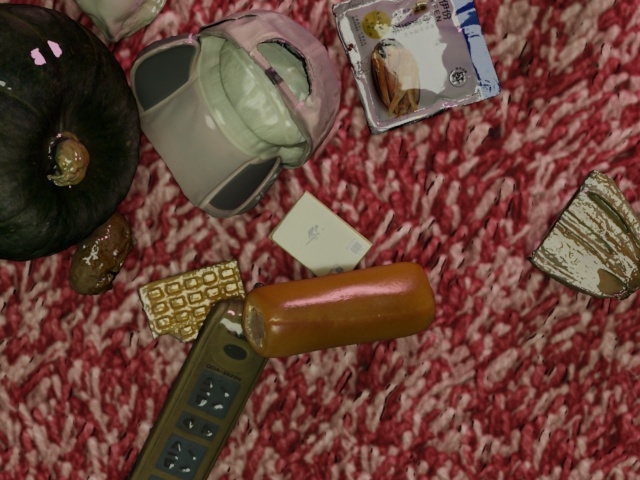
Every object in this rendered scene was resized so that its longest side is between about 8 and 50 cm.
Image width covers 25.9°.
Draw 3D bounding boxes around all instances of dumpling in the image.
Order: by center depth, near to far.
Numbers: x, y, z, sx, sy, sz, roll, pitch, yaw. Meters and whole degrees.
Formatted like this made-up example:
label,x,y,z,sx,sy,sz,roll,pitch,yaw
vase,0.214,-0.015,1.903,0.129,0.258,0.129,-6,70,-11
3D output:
label,x,y,z,sx,sy,sz,roll,pitch,yaw
dumpling,-0.254,-0.341,1.695,0.134,0.100,0.169,-39,95,-8

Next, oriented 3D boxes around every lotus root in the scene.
label,x,y,z,sx,sy,sz,roll,pitch,yaw
lotus root,0.340,0.009,1.714,0.144,0.070,0.143,43,91,2

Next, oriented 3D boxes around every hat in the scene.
label,x,y,z,sx,sy,sz,roll,pitch,yaw
hat,-0.099,-0.156,1.687,0.275,0.161,0.232,-38,81,30

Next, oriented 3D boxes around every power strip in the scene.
label,x,y,z,sx,sy,sz,roll,pitch,yaw
power strip,-0.155,0.225,1.756,0.092,0.066,0.387,24,100,-12

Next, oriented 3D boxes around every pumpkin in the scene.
label,x,y,z,sx,sy,sz,roll,pitch,yaw
pumpkin,-0.339,-0.125,1.623,0.207,0.300,0.300,16,99,39

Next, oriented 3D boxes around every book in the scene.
label,x,y,z,sx,sy,sz,roll,pitch,yaw
book,0.000,0.000,1.759,0.111,0.014,0.077,39,95,-2

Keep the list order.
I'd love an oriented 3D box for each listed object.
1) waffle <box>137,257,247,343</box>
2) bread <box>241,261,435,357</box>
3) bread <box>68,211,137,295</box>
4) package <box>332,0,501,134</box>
label,x,y,z,sx,sy,sz,roll,pitch,yaw
waffle,-0.158,0.082,1.773,0.135,0.021,0.092,-18,95,5
bread,0.025,0.087,1.701,0.239,0.074,0.092,-9,98,-18
bread,-0.274,0.021,1.745,0.060,0.082,0.113,27,101,-3
package,0.118,-0.235,1.719,0.173,0.027,0.171,-18,95,9
